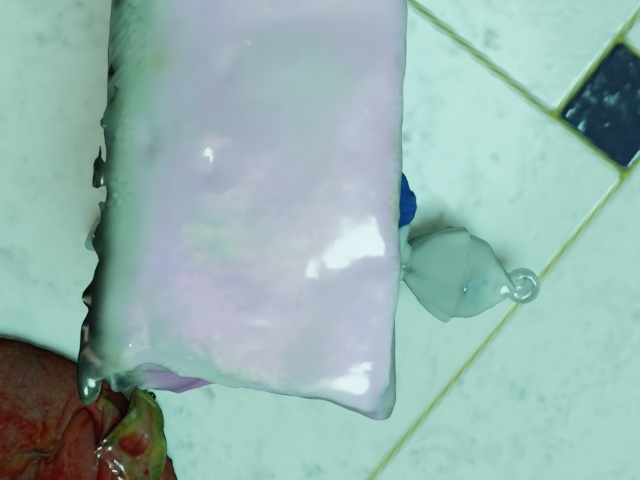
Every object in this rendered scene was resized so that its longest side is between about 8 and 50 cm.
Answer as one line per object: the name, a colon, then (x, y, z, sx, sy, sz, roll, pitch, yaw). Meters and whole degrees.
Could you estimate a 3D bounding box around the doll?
doll: (0.000, 0.000, 0.554, 0.227, 0.057, 0.114, 19, 97, 2)

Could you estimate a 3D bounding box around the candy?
candy: (-0.021, -0.063, 0.451, 0.115, 0.155, 0.265, 2, 86, 5)

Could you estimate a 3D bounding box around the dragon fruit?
dragon fruit: (-0.176, 0.169, 0.539, 0.218, 0.148, 0.224, 35, 100, -9)
